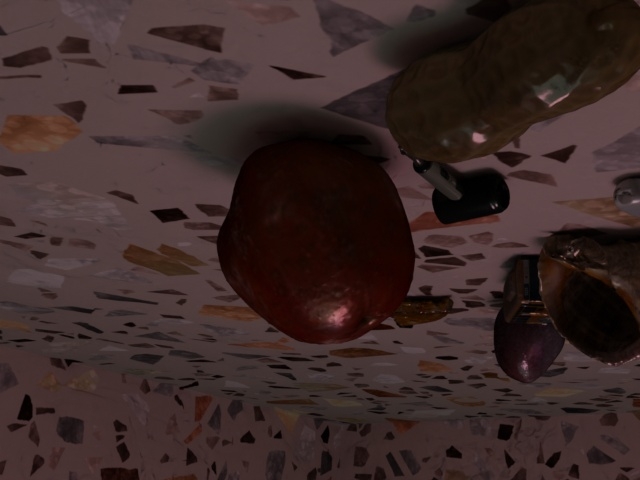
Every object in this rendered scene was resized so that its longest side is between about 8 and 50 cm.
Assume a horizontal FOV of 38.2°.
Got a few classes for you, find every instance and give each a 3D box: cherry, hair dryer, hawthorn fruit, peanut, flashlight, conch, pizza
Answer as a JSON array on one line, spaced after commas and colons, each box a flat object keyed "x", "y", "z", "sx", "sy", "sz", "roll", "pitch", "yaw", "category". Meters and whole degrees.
[{"x": 0.417, "y": 0.198, "z": 1.867, "sx": 0.140, "sy": 0.176, "sz": 0.176, "roll": 24, "pitch": 171, "yaw": 26, "category": "cherry"}, {"x": 0.169, "y": -0.084, "z": 1.256, "sx": 0.100, "sy": 0.057, "sz": 0.197, "roll": -14, "pitch": 149, "yaw": 38, "category": "hair dryer"}, {"x": 0.000, "y": 0.000, "z": 1.229, "sx": 0.284, "sy": 0.284, "sz": 0.284, "roll": 3, "pitch": 162, "yaw": 1, "category": "hawthorn fruit"}, {"x": 0.190, "y": -0.159, "z": 0.915, "sx": 0.136, "sy": 0.120, "sz": 0.298, "roll": -13, "pitch": 174, "yaw": -40, "category": "peanut"}, {"x": 0.492, "y": -0.045, "z": 1.314, "sx": 0.200, "sy": 0.048, "sz": 0.093, "roll": 18, "pitch": 156, "yaw": -31, "category": "flashlight"}, {"x": 0.500, "y": 0.079, "z": 1.508, "sx": 0.291, "sy": 0.159, "sz": 0.210, "roll": 34, "pitch": 130, "yaw": 18, "category": "conch"}, {"x": 0.197, "y": 0.146, "z": 1.942, "sx": 0.130, "sy": 0.041, "sz": 0.178, "roll": 6, "pitch": 162, "yaw": -17, "category": "pizza"}]

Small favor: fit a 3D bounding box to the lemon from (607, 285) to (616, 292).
[{"x": 0.522, "y": 0.070, "z": 1.624, "sx": 0.065, "sy": 0.065, "sz": 0.092, "roll": -6, "pitch": 174, "yaw": 27, "category": "lemon"}]

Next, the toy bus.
[{"x": 0.385, "y": 0.092, "z": 1.673, "sx": 0.103, "sy": 0.091, "sz": 0.182, "roll": 2, "pitch": 163, "yaw": 3, "category": "toy bus"}]
